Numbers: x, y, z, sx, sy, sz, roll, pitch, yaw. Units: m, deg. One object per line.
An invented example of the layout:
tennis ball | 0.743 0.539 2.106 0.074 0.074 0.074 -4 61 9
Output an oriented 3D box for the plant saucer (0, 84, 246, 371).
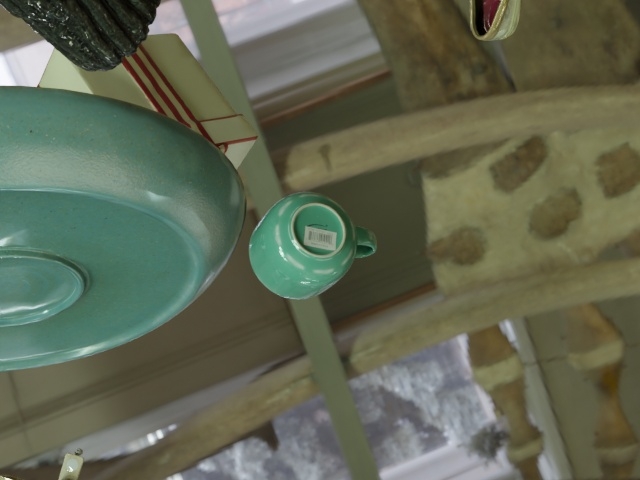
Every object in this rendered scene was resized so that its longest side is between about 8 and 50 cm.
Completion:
plant saucer | -0.200 0.017 0.615 0.317 0.318 0.043 77 180 -64

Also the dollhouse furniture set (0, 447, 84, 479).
dollhouse furniture set | -0.373 0.305 1.315 0.091 0.114 0.081 55 -131 -75

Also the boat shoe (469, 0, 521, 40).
boat shoe | 0.165 -0.254 0.935 0.050 0.045 0.135 16 119 39

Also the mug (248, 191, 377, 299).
mug | -0.008 -0.005 1.291 0.129 0.158 0.097 51 152 3

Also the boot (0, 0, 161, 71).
boot | -0.262 -0.331 0.842 0.260 0.131 0.347 26 -128 -50

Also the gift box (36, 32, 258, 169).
gift box | -0.284 -0.121 1.442 0.258 0.276 0.255 52 136 17
